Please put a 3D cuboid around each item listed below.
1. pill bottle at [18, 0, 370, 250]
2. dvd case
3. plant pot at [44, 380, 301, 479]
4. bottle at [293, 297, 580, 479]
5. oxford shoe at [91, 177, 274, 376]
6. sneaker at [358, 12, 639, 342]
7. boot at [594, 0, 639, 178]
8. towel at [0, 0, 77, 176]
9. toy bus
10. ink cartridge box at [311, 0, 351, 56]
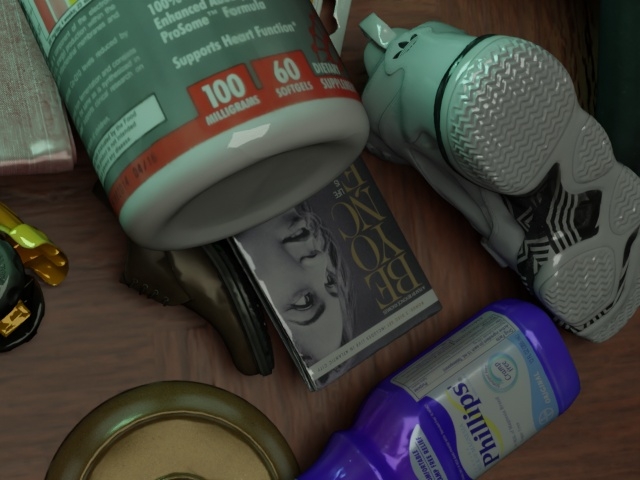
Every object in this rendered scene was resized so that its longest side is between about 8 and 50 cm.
[{"bbox_3d":[-0.126,-0.193,1.184,0.210,0.210,0.363,-23,77,-15],"label":"pill bottle"},{"bbox_3d":[0.000,0.000,1.321,0.164,0.018,0.221,-30,93,-36],"label":"dvd case"},{"bbox_3d":[-0.122,0.239,1.291,0.236,0.032,0.236,2,84,-14],"label":"plant pot"},{"bbox_3d":[0.093,0.166,1.309,0.283,0.092,0.118,-33,110,-18],"label":"bottle"},{"bbox_3d":[-0.118,0.029,1.296,0.096,0.083,0.227,-33,91,2],"label":"oxford shoe"},{"bbox_3d":[0.163,-0.064,1.339,0.137,0.210,0.366,-46,132,-9],"label":"sneaker"},{"bbox_3d":[0.166,-0.273,1.338,0.445,0.146,0.367,22,108,-3],"label":"boot"},{"bbox_3d":[-0.375,-0.118,1.190,0.329,0.037,0.237,-8,48,-14],"label":"towel"},{"bbox_3d":[-0.347,0.028,1.205,0.211,0.149,0.220,43,79,7],"label":"toy bus"},{"bbox_3d":[-0.065,-0.211,1.347,0.179,0.045,0.145,15,81,-21],"label":"ink cartridge box"}]
